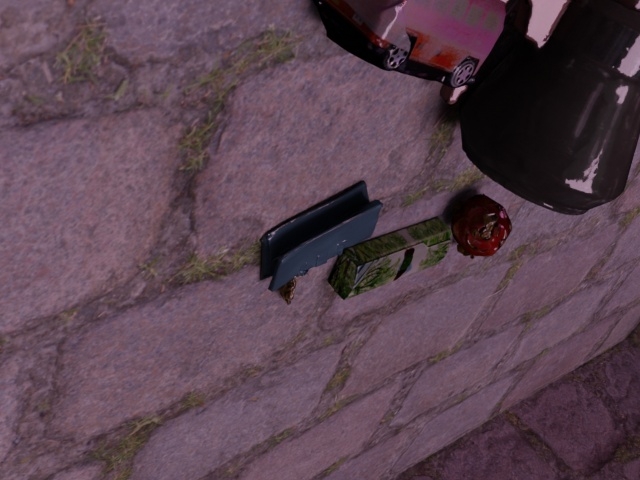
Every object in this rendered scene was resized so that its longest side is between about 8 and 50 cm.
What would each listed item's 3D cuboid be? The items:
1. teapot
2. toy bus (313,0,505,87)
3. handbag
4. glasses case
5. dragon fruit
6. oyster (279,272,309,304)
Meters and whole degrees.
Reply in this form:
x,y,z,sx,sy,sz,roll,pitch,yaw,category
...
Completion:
x,y,z,sx,sy,sz,roll,pitch,yaw,category
0.385,-0.262,1.469,0.375,0.306,0.362,14,116,-25,teapot
0.129,-0.294,1.196,0.302,0.127,0.147,-2,131,-53,toy bus
0.000,0.000,1.555,0.221,0.057,0.144,-29,155,-24,handbag
0.143,0.035,1.788,0.272,0.062,0.095,-19,146,-39,glasses case
0.324,-0.015,1.905,0.125,0.125,0.246,-54,168,-18,dragon fruit
-0.054,0.087,1.634,0.051,0.034,0.093,-40,162,-53,oyster
